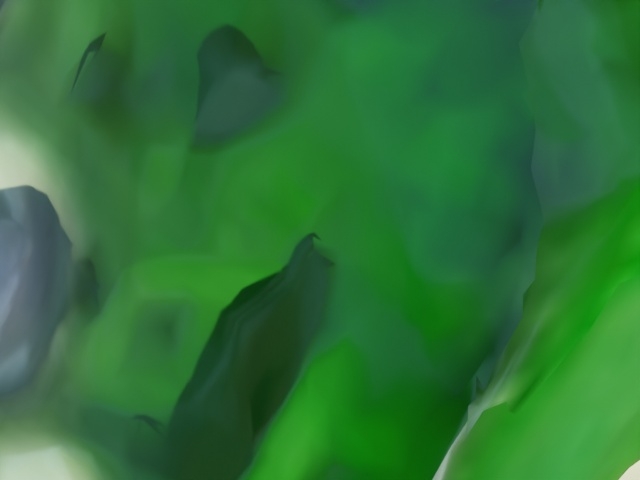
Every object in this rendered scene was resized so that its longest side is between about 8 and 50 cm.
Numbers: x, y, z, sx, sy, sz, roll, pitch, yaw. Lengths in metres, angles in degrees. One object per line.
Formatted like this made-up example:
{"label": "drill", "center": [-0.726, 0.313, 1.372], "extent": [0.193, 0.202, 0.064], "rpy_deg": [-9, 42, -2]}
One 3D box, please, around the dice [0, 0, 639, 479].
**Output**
{"label": "dice", "center": [0.000, 0.000, 0.611], "extent": [0.300, 0.287, 0.297], "rpy_deg": [39, 115, 33]}
